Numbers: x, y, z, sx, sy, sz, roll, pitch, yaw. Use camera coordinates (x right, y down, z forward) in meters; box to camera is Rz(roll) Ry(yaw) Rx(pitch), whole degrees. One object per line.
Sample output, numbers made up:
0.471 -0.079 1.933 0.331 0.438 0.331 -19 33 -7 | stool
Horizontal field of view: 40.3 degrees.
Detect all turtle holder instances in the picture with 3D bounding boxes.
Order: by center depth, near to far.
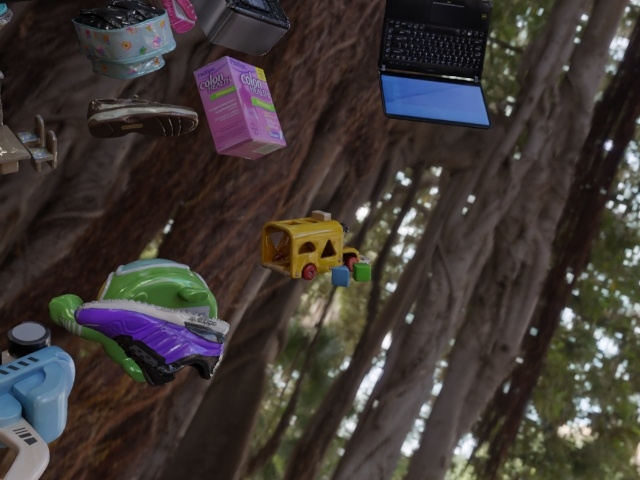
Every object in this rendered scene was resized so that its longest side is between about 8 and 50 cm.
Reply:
-0.394 0.165 1.897 0.227 0.320 0.243 45 -20 53 | turtle holder

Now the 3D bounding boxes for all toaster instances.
-0.179 -0.501 1.876 0.185 0.168 0.110 6 -41 -43 | toaster

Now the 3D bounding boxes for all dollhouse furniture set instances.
-0.756 -0.269 2.023 0.242 0.212 0.161 44 -44 34 | dollhouse furniture set

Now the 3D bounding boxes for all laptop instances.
0.247 -0.379 1.811 0.234 0.265 0.136 5 12 -10 | laptop

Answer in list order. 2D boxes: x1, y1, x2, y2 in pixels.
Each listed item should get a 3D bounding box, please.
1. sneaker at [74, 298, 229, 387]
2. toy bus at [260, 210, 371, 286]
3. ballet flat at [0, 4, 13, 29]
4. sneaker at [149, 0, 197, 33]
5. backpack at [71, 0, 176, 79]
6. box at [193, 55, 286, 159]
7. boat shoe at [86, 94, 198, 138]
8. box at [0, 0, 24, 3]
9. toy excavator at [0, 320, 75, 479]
-0.316 0.197 1.622 0.293 0.146 0.102 13 -14 -21 | sneaker
-0.005 0.003 1.521 0.190 0.105 0.202 3 13 3 | toy bus
-1.006 -0.541 2.198 0.482 0.164 0.182 9 -53 0 | ballet flat
-0.420 -0.675 2.308 0.111 0.103 0.252 33 -34 44 | sneaker
-0.383 -0.403 1.742 0.188 0.165 0.145 16 -55 47 | backpack
-0.222 -0.365 2.442 0.117 0.243 0.213 -21 -9 22 | box
-0.417 -0.303 2.043 0.257 0.095 0.095 -4 -30 -26 | boat shoe
-0.718 -0.583 1.797 0.318 0.394 0.097 51 -33 44 | box
-0.710 0.426 2.056 0.445 0.433 0.222 26 -59 31 | toy excavator
